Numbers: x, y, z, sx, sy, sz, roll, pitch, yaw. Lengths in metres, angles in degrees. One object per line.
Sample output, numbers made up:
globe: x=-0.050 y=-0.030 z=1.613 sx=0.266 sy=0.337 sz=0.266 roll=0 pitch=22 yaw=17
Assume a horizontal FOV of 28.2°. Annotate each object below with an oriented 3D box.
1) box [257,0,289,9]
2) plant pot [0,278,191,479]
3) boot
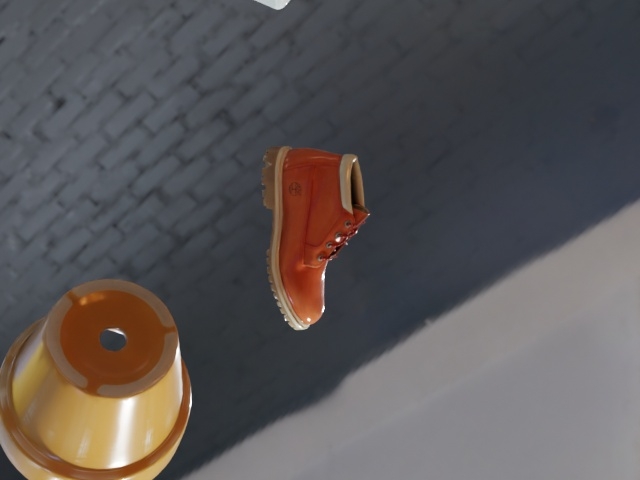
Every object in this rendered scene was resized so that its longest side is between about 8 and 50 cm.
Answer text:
box: x=-0.040 y=-0.182 z=0.582 sx=0.087 sy=0.101 sz=0.102 roll=-52 pitch=156 yaw=-29
plant pot: x=-0.223 y=0.137 z=1.296 sx=0.205 sy=0.205 sz=0.188 roll=-59 pitch=179 yaw=-33
boot: x=0.000 y=0.000 z=1.062 sx=0.084 sy=0.158 sz=0.059 roll=1 pitch=-165 yaw=16
